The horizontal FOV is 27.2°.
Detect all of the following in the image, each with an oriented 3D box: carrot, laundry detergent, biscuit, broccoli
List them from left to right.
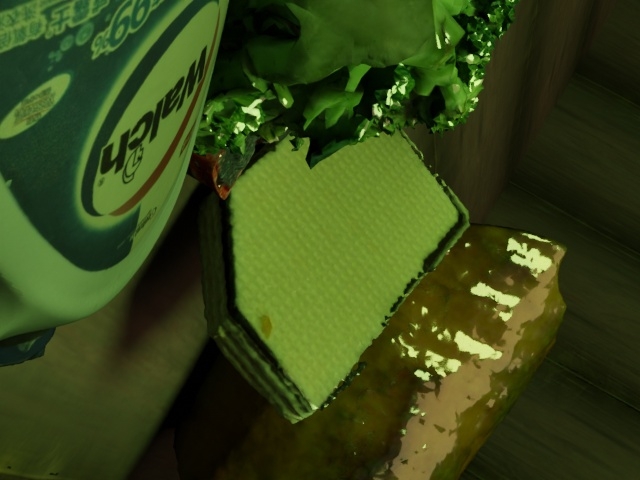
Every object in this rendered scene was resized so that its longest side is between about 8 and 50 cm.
[{"bbox_3d":[-0.116,-0.036,0.443,0.215,0.105,0.280,-49,166,-45],"label":"laundry detergent"},{"bbox_3d":[0.000,0.000,0.905,0.052,0.150,0.252,-36,-171,42],"label":"biscuit"},{"bbox_3d":[0.001,-0.118,0.557,0.156,0.195,0.195,-87,-159,-66],"label":"broccoli"},{"bbox_3d":[0.039,0.109,1.122,0.340,0.241,0.241,-56,168,-1],"label":"carrot"}]

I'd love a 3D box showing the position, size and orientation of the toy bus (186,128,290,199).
[{"bbox_3d":[-0.027,-0.119,0.673,0.192,0.077,0.065,-60,171,-11],"label":"toy bus"}]
